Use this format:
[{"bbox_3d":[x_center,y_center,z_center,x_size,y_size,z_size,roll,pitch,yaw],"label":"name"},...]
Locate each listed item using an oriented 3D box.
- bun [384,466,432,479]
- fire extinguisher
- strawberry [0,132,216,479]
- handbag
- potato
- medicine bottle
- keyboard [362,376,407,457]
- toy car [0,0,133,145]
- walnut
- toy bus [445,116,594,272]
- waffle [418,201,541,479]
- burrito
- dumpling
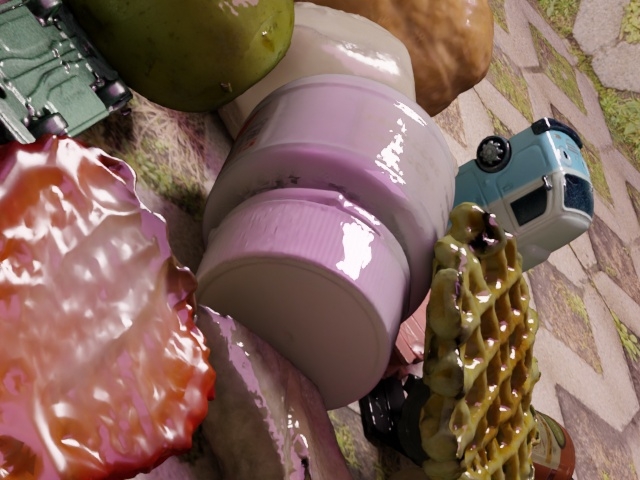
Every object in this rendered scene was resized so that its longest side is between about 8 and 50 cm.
[{"bbox_3d":[0.130,0.322,1.419,0.210,0.116,0.237,46,23,-25],"label":"bun"},{"bbox_3d":[0.210,0.221,1.692,0.376,0.113,0.200,31,33,-55],"label":"fire extinguisher"},{"bbox_3d":[-0.222,0.078,1.026,0.265,0.149,0.336,57,32,-17],"label":"strawberry"},{"bbox_3d":[0.088,0.075,1.682,0.157,0.059,0.212,56,25,4],"label":"handbag"},{"bbox_3d":[-0.164,-0.261,1.450,0.304,0.216,0.216,35,16,20],"label":"potato"},{"bbox_3d":[0.000,0.000,1.415,0.241,0.241,0.302,48,34,-21],"label":"medicine bottle"},{"bbox_3d":[0.067,0.140,1.653,0.087,0.017,0.250,37,30,-37],"label":"keyboard"},{"bbox_3d":[-0.260,-0.135,1.251,0.141,0.097,0.320,53,16,-8],"label":"toy car"},{"bbox_3d":[0.070,-0.328,1.917,0.344,0.306,0.306,45,26,-30],"label":"walnut"},{"bbox_3d":[0.234,-0.033,1.888,0.133,0.271,0.165,17,49,-56],"label":"toy bus"},{"bbox_3d":[0.163,0.130,1.411,0.317,0.073,0.297,53,40,-55],"label":"waffle"},{"bbox_3d":[-0.027,0.216,1.271,0.347,0.107,0.175,61,8,5],"label":"burrito"},{"bbox_3d":[-0.029,-0.183,1.718,0.395,0.233,0.315,25,5,-30],"label":"dumpling"}]
